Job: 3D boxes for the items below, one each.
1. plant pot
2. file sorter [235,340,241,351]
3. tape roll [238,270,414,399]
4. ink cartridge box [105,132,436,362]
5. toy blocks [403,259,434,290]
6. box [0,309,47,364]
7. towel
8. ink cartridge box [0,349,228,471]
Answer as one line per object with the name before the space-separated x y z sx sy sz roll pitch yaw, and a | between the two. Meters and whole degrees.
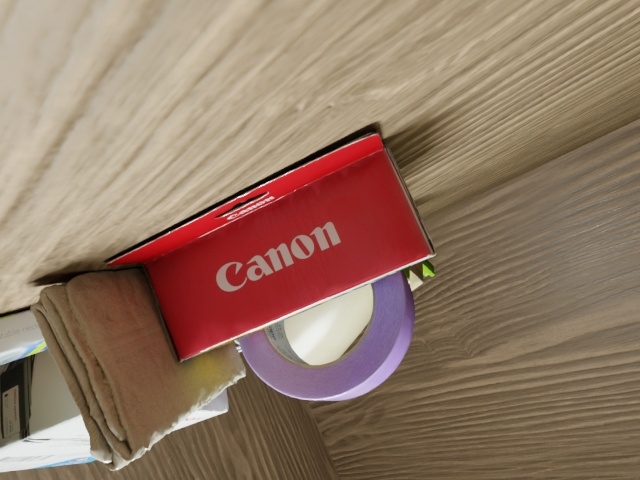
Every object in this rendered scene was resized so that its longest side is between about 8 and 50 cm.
plant pot | 0.036 0.071 0.875 0.274 0.256 0.256 -46 164 29
file sorter | -0.173 0.173 1.153 0.192 0.173 0.277 -24 175 7
tape roll | 0.006 0.108 0.691 0.274 0.275 0.090 -25 154 11
ink cartridge box | -0.032 0.021 0.521 0.309 0.130 0.272 -25 173 12
toy blocks | 0.164 0.086 1.258 0.261 0.190 0.381 -42 -167 27
box | -0.351 0.112 0.496 0.109 0.043 0.178 -28 173 38
towel | -0.189 0.121 0.514 0.049 0.187 0.282 -29 173 11
ink cartridge box | -0.414 0.288 0.802 0.394 0.166 0.285 -26 150 19
